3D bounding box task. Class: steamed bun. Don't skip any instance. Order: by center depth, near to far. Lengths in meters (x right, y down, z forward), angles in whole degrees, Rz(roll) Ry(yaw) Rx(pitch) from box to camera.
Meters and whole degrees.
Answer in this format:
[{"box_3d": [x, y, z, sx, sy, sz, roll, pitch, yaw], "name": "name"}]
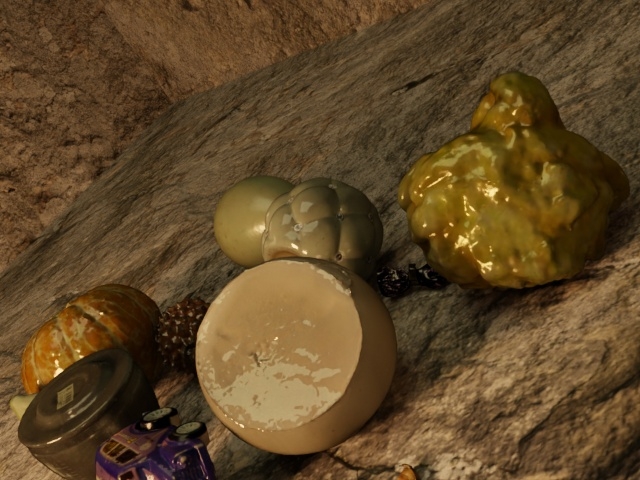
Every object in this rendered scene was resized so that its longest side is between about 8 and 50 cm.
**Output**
[{"box_3d": [-0.035, 0.184, 1.394, 0.324, 0.206, 0.324, -6, 72, 18], "name": "steamed bun"}]

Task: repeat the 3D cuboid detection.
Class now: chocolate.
[{"box_3d": [0.178, 0.062, 1.598, 0.147, 0.070, 0.072, -21, 56, 30], "name": "chocolate"}]

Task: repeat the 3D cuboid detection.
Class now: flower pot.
[{"box_3d": [0.000, 0.000, 1.728, 0.246, 0.246, 0.195, -8, 35, 46], "name": "flower pot"}]

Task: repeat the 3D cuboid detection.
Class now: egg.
[{"box_3d": [-0.123, -0.040, 1.959, 0.218, 0.218, 0.295, -44, 15, -19], "name": "egg"}]

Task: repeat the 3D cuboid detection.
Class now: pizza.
[{"box_3d": [0.124, 0.344, 1.209, 0.037, 0.016, 0.083, -28, 29, 12], "name": "pizza"}]

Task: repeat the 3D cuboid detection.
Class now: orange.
[{"box_3d": [-0.477, 0.240, 1.851, 0.329, 0.249, 0.329, -38, 13, 10], "name": "orange"}]

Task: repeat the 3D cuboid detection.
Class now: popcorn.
[{"box_3d": [0.303, -0.075, 1.418, 0.334, 0.292, 0.293, -43, 30, -5], "name": "popcorn"}]

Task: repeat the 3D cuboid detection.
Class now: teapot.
[{"box_3d": [-0.429, 0.370, 1.597, 0.322, 0.239, 0.239, -23, 26, 15], "name": "teapot"}]

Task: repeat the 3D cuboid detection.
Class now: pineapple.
[{"box_3d": [-0.260, 0.203, 1.776, 0.166, 0.166, 0.193, -35, 21, 1], "name": "pineapple"}]

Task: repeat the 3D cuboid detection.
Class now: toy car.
[{"box_3d": [-0.254, 0.380, 1.370, 0.158, 0.172, 0.235, -21, 12, -34], "name": "toy car"}]
